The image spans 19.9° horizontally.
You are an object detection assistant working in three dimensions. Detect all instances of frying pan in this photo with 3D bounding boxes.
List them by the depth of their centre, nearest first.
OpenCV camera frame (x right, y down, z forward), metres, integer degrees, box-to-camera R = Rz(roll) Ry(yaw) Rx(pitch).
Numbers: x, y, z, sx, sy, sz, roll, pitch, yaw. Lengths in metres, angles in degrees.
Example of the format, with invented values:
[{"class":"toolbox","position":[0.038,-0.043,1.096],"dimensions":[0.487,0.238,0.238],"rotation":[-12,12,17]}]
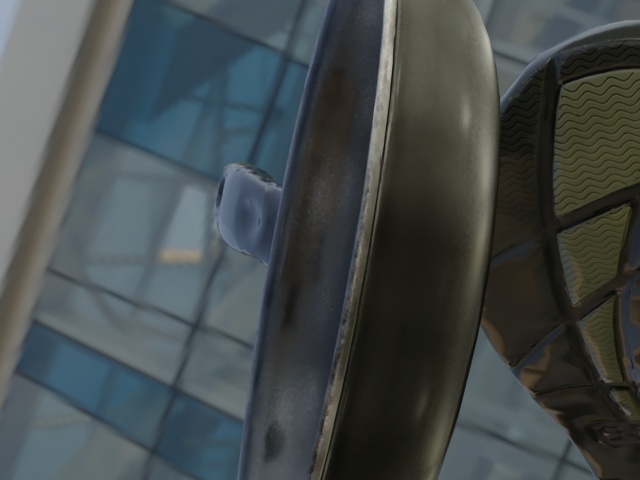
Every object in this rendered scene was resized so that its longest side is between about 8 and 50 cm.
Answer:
[{"class":"frying pan","position":[-0.004,0.027,0.547],"dimensions":[0.326,0.053,0.197],"rotation":[119,160,-72]}]

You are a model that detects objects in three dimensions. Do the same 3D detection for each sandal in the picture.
[{"class":"sandal","position":[0.134,0.028,0.688],"dimensions":[0.302,0.120,0.086],"rotation":[62,-145,-45]}]
